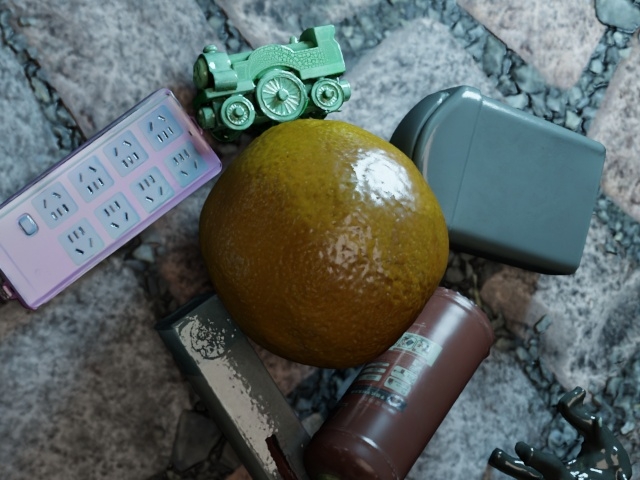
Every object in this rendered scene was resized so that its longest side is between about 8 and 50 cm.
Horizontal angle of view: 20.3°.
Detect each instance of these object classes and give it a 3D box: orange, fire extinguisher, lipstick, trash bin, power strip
[{"bbox_3d":[0.000,0.000,1.826,0.264,0.264,0.264,1,88,-21],"label":"orange"},{"bbox_3d":[0.049,0.181,1.866,0.147,0.106,0.337,49,54,-14],"label":"fire extinguisher"},{"bbox_3d":[-0.059,0.204,1.897,0.066,0.068,0.317,-36,101,-20],"label":"lipstick"},{"bbox_3d":[0.187,-0.066,1.985,0.236,0.101,0.177,17,81,-22],"label":"trash bin"},{"bbox_3d":[-0.230,-0.044,1.855,0.279,0.037,0.109,-38,102,-18],"label":"power strip"}]

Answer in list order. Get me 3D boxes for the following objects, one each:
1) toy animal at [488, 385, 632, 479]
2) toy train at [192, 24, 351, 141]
[{"bbox_3d":[0.254,0.284,2.004,0.146,0.114,0.245,30,100,-11],"label":"toy animal"},{"bbox_3d":[-0.054,-0.167,1.910,0.178,0.071,0.105,-13,85,-22],"label":"toy train"}]
